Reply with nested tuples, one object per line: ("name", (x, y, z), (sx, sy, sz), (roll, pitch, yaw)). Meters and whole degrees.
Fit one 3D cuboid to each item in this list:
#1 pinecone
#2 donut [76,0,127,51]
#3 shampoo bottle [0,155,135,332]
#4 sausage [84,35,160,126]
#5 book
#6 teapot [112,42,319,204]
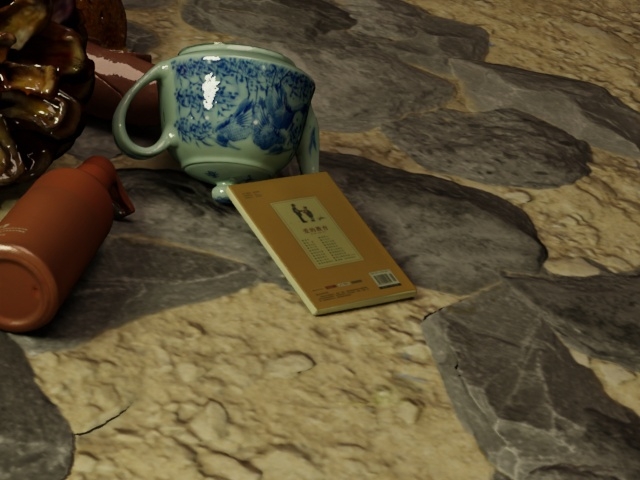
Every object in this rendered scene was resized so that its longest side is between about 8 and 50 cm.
("pinecone", (-0.341, -0.173, 1.419), (0.298, 0.242, 0.296), (0, 29, -35))
("donut", (-0.334, -0.304, 1.723), (0.295, 0.151, 0.112), (22, 0, 11))
("shampoo bottle", (-0.224, -0.011, 1.353), (0.085, 0.085, 0.244), (17, 27, 5))
("sausage", (-0.328, -0.195, 1.634), (0.433, 0.088, 0.088), (16, 29, 4))
("book", (0.000, 0.000, 1.471), (0.118, 0.012, 0.172), (-9, 47, -35))
("teapot", (-0.091, -0.107, 1.538), (0.232, 0.159, 0.159), (10, 27, -27))
